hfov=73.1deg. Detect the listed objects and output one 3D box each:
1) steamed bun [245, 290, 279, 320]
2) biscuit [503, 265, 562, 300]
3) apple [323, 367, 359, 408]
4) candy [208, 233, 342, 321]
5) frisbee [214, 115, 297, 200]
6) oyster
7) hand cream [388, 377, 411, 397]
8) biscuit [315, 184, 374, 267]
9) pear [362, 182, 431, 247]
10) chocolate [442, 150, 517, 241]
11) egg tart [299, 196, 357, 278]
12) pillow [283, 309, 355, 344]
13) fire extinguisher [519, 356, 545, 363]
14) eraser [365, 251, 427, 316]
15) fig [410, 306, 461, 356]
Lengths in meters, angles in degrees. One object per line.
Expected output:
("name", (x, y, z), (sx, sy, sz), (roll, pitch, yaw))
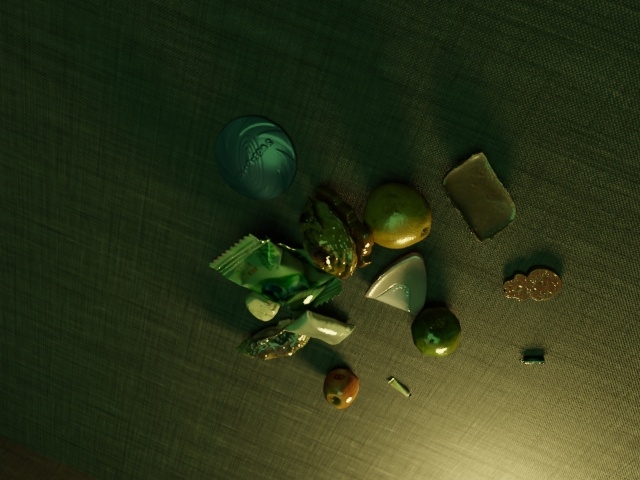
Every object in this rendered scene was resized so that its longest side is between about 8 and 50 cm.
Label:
("steamed bun", (-0.221, 0.237, 1.646), (0.130, 0.090, 0.112), (39, 126, -7))
("biscuit", (0.691, 0.142, 1.411), (0.175, 0.026, 0.124), (-9, 112, 17))
("apple", (0.080, 0.591, 1.722), (0.147, 0.131, 0.146), (9, 121, 15))
("candy", (-0.156, 0.118, 1.497), (0.398, 0.171, 0.263), (29, 124, -30))
("frisbee", (-0.220, -0.264, 1.425), (0.290, 0.049, 0.289), (6, 117, 12))
("oyster", (-0.180, 0.400, 1.703), (0.342, 0.110, 0.166), (-12, 118, 5))
("hand cream", (0.320, 0.589, 1.726), (0.102, 0.022, 0.035), (38, 119, 0))
("biscuit", (0.077, -0.053, 1.382), (0.043, 0.278, 0.301), (-29, 87, -17))
("pear", (0.239, -0.072, 1.319), (0.209, 0.208, 0.208), (6, 116, 11))
("chocolate", (0.470, -0.131, 1.302), (0.161, 0.083, 0.261), (-33, 105, 8))
("egg tart", (0.000, 0.000, 1.386), (0.132, 0.297, 0.296), (-24, 113, -19))
("pillow", (-0.002, 0.326, 1.595), (0.254, 0.078, 0.144), (25, 134, -38))
("fire extinguisher", (0.751, 0.429, 1.537), (0.084, 0.025, 0.038), (-5, 137, 16))
("eraser", (0.290, 0.137, 1.488), (0.205, 0.059, 0.243), (22, 122, 3))
("fig", (0.401, 0.339, 1.502), (0.167, 0.167, 0.233), (-1, 117, 15))
